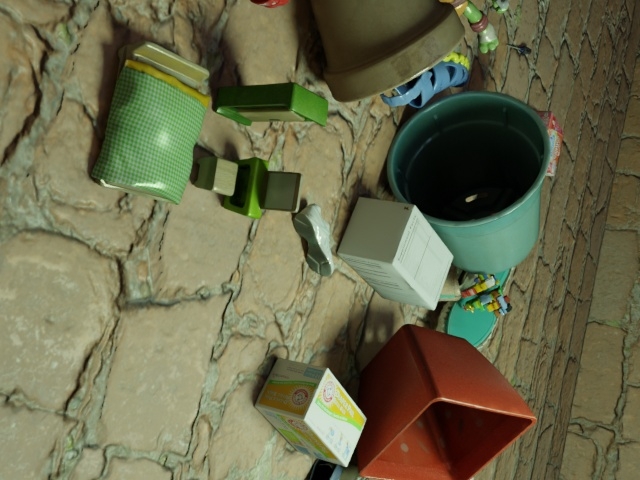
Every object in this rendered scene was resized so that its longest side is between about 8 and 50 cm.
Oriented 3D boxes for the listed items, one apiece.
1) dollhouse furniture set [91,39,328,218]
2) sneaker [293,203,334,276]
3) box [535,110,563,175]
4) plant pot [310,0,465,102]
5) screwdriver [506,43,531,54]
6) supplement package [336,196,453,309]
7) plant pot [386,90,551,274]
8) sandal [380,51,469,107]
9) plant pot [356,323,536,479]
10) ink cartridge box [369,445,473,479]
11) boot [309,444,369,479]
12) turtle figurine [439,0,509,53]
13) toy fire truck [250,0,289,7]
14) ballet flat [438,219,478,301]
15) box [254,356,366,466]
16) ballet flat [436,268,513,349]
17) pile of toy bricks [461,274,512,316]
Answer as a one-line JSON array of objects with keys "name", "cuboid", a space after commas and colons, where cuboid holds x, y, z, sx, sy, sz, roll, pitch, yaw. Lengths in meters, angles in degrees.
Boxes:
[{"name": "dollhouse furniture set", "cuboid": [-0.142, -0.142, 1.037, 0.302, 0.151, 0.197, 13, 85, -57]}, {"name": "sneaker", "cuboid": [0.000, 0.000, 1.373, 0.061, 0.054, 0.152, -52, 135, -43]}, {"name": "box", "cuboid": [0.455, -0.246, 1.836, 0.128, 0.257, 0.122, 32, 70, -54]}, {"name": "plant pot", "cuboid": [0.086, -0.401, 1.277, 0.263, 0.263, 0.229, -52, 122, -38]}, {"name": "screwdriver", "cuboid": [0.587, -0.574, 2.206, 0.170, 0.025, 0.024, -7, 102, -47]}, {"name": "supplement package", "cuboid": [0.162, 0.029, 1.546, 0.244, 0.134, 0.139, 45, 62, -51]}, {"name": "plant pot", "cuboid": [0.357, -0.104, 1.678, 0.341, 0.341, 0.334, -69, 152, -20]}, {"name": "sandal", "cuboid": [0.211, -0.350, 1.582, 0.317, 0.126, 0.138, -5, 103, -48]}, {"name": "plant pot", "cuboid": [0.226, 0.328, 1.526, 0.267, 0.267, 0.235, 17, 36, -29]}, {"name": "ink cartridge box", "cuboid": [0.246, 0.618, 1.764, 0.279, 0.160, 0.384, -28, 119, -52]}, {"name": "boot", "cuboid": [0.049, 0.460, 1.507, 0.219, 0.082, 0.106, -58, 142, -30]}, {"name": "turtle figurine", "cuboid": [0.308, -0.479, 1.633, 0.198, 0.274, 0.266, -44, 147, 3]}, {"name": "toy fire truck", "cuboid": [-0.059, -0.472, 1.200, 0.135, 0.047, 0.192, -12, 107, -57]}, {"name": "ballet flat", "cuboid": [0.379, 0.043, 1.912, 0.316, 0.106, 0.107, -58, 140, -34]}, {"name": "box", "cuboid": [-0.014, 0.316, 1.354, 0.103, 0.114, 0.203, -63, 141, -29]}, {"name": "ballet flat", "cuboid": [0.402, 0.167, 1.953, 0.409, 0.147, 0.147, -51, 135, -39]}, {"name": "pile of toy bricks", "cuboid": [0.396, 0.144, 1.812, 0.118, 0.105, 0.212, 63, 15, 3]}]
